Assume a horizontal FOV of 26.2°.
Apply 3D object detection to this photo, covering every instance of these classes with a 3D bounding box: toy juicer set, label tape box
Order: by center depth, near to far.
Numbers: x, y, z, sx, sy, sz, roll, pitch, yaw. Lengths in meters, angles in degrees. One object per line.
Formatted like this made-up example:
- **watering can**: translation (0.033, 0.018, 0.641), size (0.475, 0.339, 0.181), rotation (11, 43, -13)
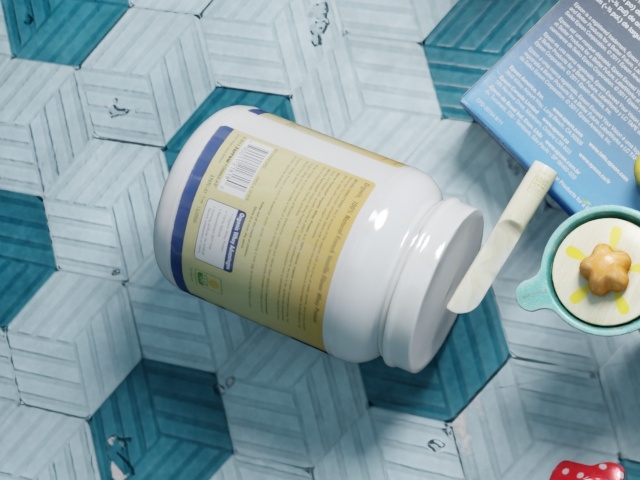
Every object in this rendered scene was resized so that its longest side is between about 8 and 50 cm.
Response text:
- **toy juicer set**: translation (0.298, -0.004, 1.398), size (0.328, 0.089, 0.209), rotation (9, 81, 20)
- **label tape box**: translation (0.359, -0.181, 1.516), size (0.333, 0.106, 0.241), rotation (-44, 72, 6)

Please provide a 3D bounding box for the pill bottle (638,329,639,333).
- **pill bottle**: translation (0.445, 0.077, 1.444), size (0.208, 0.117, 0.118), rotation (-30, 74, 9)

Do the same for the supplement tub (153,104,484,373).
- **supplement tub**: translation (0.000, 0.000, 1.529), size (0.316, 0.228, 0.228), rotation (22, 88, 19)

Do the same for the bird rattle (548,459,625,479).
- **bird rattle**: translation (0.302, 0.366, 1.462), size (0.206, 0.143, 0.254), rotation (17, 73, 7)
